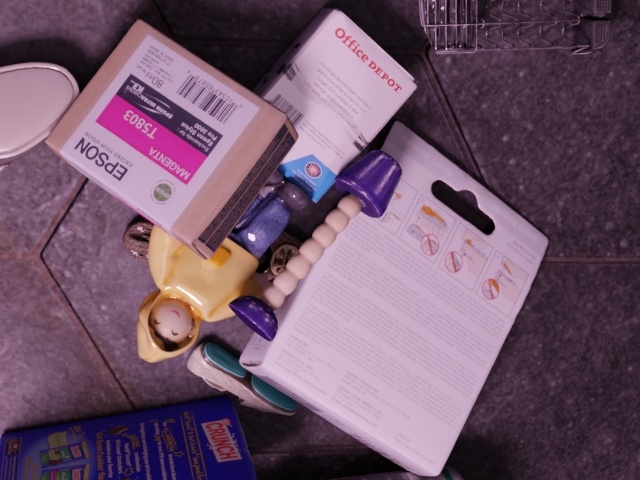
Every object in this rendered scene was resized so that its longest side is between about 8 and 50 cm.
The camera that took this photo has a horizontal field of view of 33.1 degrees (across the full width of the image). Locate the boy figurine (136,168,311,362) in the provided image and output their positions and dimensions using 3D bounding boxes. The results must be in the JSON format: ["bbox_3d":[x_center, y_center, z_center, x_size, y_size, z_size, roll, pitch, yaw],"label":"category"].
[{"bbox_3d":[-0.143,0.025,1.349,0.177,0.092,0.285,43,75,-16],"label":"boy figurine"}]

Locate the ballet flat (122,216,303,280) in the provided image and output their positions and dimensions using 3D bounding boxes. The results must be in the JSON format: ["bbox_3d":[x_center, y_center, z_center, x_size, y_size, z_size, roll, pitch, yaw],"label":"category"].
[{"bbox_3d":[-0.136,0.014,1.423,0.250,0.058,0.084,10,103,-15],"label":"ballet flat"}]

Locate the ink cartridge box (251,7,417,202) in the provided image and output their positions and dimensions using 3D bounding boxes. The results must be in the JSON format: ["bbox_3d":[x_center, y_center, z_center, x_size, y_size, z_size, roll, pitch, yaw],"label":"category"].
[{"bbox_3d":[0.000,-0.176,1.388,0.148,0.086,0.203,41,93,-18],"label":"ink cartridge box"}]

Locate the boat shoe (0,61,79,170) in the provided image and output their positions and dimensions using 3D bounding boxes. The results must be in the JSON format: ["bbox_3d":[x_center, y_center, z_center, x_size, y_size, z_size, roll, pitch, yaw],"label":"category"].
[{"bbox_3d":[-0.448,-0.116,1.317,0.335,0.095,0.112,-32,98,-7],"label":"boat shoe"}]

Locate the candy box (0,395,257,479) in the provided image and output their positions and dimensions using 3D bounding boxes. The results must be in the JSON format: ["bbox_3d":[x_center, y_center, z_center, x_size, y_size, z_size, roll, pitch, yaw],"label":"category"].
[{"bbox_3d":[-0.244,0.328,1.371,0.317,0.268,0.122,-9,109,-10],"label":"candy box"}]

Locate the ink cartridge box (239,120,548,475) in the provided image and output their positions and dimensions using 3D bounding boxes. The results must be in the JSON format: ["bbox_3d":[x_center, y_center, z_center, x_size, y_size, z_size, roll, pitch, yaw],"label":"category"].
[{"bbox_3d":[0.111,0.080,1.473,0.308,0.091,0.385,35,72,-20],"label":"ink cartridge box"}]

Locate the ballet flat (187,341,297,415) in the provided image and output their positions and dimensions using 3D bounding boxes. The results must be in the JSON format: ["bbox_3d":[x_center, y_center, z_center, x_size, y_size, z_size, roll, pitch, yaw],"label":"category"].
[{"bbox_3d":[-0.109,0.197,1.488,0.168,0.057,0.052,36,122,-15],"label":"ballet flat"}]

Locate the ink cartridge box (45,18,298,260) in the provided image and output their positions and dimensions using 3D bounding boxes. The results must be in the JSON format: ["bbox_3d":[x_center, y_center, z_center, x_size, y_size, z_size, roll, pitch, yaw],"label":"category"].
[{"bbox_3d":[-0.177,-0.122,1.293,0.235,0.088,0.193,34,83,15],"label":"ink cartridge box"}]

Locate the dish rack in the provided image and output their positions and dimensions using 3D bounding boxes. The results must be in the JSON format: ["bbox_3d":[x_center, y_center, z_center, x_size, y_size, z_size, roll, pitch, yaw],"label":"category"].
[{"bbox_3d":[0.256,-0.342,1.410,0.271,0.074,0.208,-4,104,-9],"label":"dish rack"}]

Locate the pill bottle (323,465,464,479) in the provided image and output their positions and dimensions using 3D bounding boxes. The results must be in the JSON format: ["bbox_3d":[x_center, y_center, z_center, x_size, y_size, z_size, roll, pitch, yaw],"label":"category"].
[{"bbox_3d":[0.027,0.432,1.491,0.361,0.204,0.204,-5,105,-10],"label":"pill bottle"}]

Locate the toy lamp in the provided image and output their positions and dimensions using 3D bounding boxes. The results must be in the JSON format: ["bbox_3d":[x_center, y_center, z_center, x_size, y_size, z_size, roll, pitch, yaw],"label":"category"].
[{"bbox_3d":[0.000,0.000,1.343,0.080,0.080,0.274,46,77,-19],"label":"toy lamp"}]
